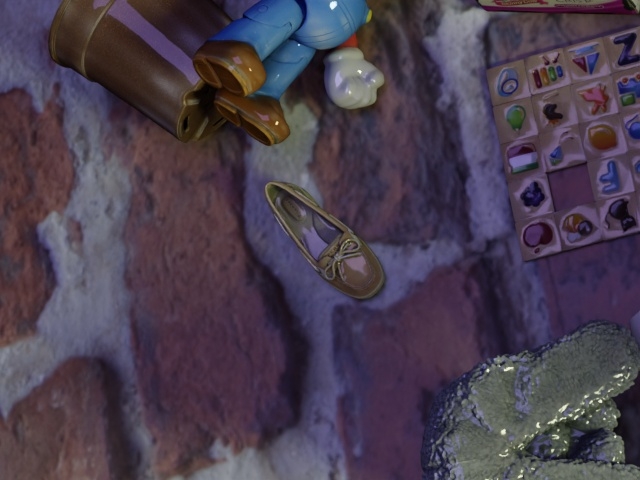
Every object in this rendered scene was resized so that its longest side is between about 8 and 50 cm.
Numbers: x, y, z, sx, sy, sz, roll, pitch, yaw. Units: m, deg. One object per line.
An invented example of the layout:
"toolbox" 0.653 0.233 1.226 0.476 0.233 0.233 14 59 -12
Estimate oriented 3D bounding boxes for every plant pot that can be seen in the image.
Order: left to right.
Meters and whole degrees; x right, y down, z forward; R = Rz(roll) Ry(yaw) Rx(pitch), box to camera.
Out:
"plant pot" -0.159 -0.194 1.858 0.165 0.167 0.167 41 94 16

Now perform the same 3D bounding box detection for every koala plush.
"koala plush" 0.176 0.192 1.606 0.203 0.221 0.196 -10 77 -7

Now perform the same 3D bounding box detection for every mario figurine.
"mario figurine" 0.032 -0.240 1.763 0.170 0.198 0.320 39 75 -3

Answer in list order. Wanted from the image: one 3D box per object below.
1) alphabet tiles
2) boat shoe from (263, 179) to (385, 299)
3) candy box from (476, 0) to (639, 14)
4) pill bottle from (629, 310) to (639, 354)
"alphabet tiles" 0.286 -0.101 1.737 0.237 0.009 0.198 -14 73 18
"boat shoe" 0.001 -0.002 1.803 0.056 0.048 0.153 -44 66 7
"candy box" 0.237 -0.340 1.775 0.159 0.071 0.233 4 79 23
"pill bottle" 0.364 0.183 1.556 0.160 0.160 0.283 -20 72 16
